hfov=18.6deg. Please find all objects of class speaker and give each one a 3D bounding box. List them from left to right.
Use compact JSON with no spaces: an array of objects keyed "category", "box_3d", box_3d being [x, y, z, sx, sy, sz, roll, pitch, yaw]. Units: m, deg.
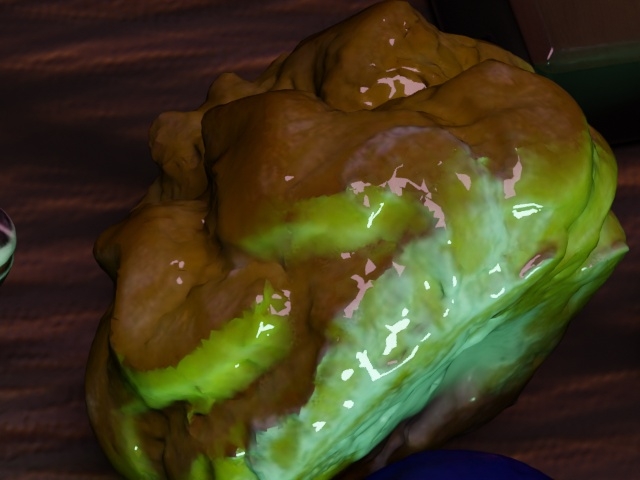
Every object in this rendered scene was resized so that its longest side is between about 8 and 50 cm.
[{"category":"speaker","box_3d":[0.181,-0.197,1.442,0.192,0.153,0.231,-10,66,-17]}]

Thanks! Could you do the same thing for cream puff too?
[{"category":"cream puff","box_3d":[0.000,0.000,1.214,0.378,0.378,0.275,-31,73,-24]}]

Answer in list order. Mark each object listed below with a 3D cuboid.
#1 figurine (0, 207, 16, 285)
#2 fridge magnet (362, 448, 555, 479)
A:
[{"category":"figurine","box_3d":[-0.365,0.031,1.154,0.323,0.320,0.196,-4,97,-27]},{"category":"fridge magnet","box_3d":[0.083,0.259,1.176,0.265,0.112,0.265,6,79,-30]}]
